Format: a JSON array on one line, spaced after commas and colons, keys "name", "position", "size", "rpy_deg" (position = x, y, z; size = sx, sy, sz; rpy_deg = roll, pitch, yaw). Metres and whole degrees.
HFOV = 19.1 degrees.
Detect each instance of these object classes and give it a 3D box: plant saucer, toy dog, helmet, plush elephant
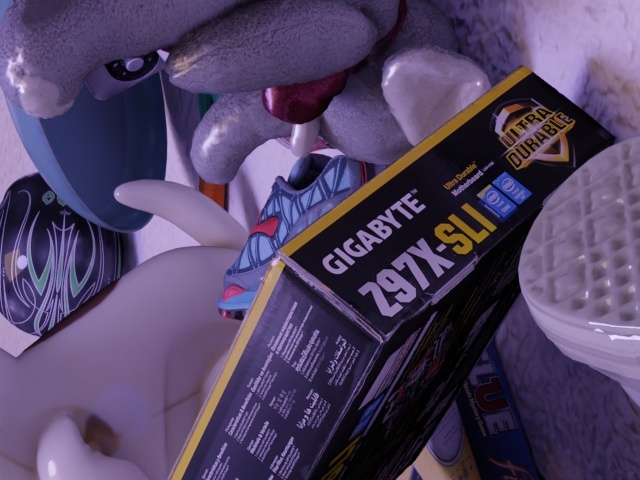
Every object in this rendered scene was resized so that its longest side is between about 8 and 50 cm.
[{"name": "plant saucer", "position": [-0.224, -0.158, 1.750], "size": [0.317, 0.044, 0.317], "rpy_deg": [-12, -90, -72]}, {"name": "toy dog", "position": [-0.205, 0.154, 1.570], "size": [0.284, 0.408, 0.395], "rpy_deg": [169, 91, -69]}, {"name": "helmet", "position": [-0.295, 0.022, 2.103], "size": [0.169, 0.169, 0.161], "rpy_deg": [115, 157, -56]}, {"name": "plush elephant", "position": [-0.018, -0.139, 1.216], "size": [0.272, 0.330, 0.255], "rpy_deg": [-104, -6, -51]}]

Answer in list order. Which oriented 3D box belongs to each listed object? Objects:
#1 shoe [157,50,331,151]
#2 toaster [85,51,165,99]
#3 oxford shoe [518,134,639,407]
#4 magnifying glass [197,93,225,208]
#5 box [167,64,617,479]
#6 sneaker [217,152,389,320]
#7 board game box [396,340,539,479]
[{"name": "shoe", "position": [-0.047, -0.128, 1.422], "size": [0.063, 0.178, 0.081], "rpy_deg": [-56, 22, -13]}, {"name": "toaster", "position": [-0.157, -0.238, 1.596], "size": [0.185, 0.168, 0.110], "rpy_deg": [63, -179, 33]}, {"name": "oxford shoe", "position": [0.253, 0.050, 0.744], "size": [0.130, 0.169, 0.449], "rpy_deg": [45, 166, -28]}, {"name": "magnifying glass", "position": [-0.096, -0.113, 1.715], "size": [0.092, 0.026, 0.231], "rpy_deg": [-127, 34, -52]}, {"name": "box", "position": [0.021, 0.078, 1.096], "size": [0.079, 0.257, 0.322], "rpy_deg": [40, 133, 14]}, {"name": "sneaker", "position": [0.000, 0.000, 1.449], "size": [0.262, 0.104, 0.125], "rpy_deg": [157, 121, -65]}, {"name": "board game box", "position": [0.085, 0.186, 1.336], "size": [0.243, 0.042, 0.165], "rpy_deg": [120, 138, -59]}]
